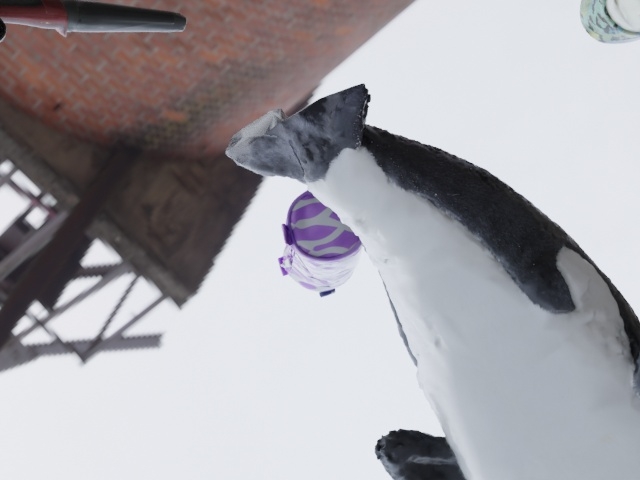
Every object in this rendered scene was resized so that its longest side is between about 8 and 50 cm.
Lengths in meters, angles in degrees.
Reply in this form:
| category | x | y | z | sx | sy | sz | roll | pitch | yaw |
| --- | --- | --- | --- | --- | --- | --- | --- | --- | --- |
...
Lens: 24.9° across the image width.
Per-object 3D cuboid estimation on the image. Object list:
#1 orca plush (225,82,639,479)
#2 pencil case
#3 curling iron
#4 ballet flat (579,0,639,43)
| category | x | y | z | sx | sy | sz | roll | pitch | yaw |
| --- | --- | --- | --- | --- | --- | --- | --- | --- | --- |
| orca plush | 0.074 | 0.035 | 0.674 | 0.287 | 0.151 | 0.102 | 37 | -155 | -14 |
| pencil case | 0.000 | 0.000 | 1.508 | 0.088 | 0.206 | 0.086 | -7 | -102 | -5 |
| curling iron | -0.228 | -0.186 | 1.260 | 0.274 | 0.035 | 0.068 | -10 | -115 | -47 |
| ballet flat | 0.251 | -0.186 | 1.003 | 0.070 | 0.188 | 0.070 | 26 | -130 | -35 |
